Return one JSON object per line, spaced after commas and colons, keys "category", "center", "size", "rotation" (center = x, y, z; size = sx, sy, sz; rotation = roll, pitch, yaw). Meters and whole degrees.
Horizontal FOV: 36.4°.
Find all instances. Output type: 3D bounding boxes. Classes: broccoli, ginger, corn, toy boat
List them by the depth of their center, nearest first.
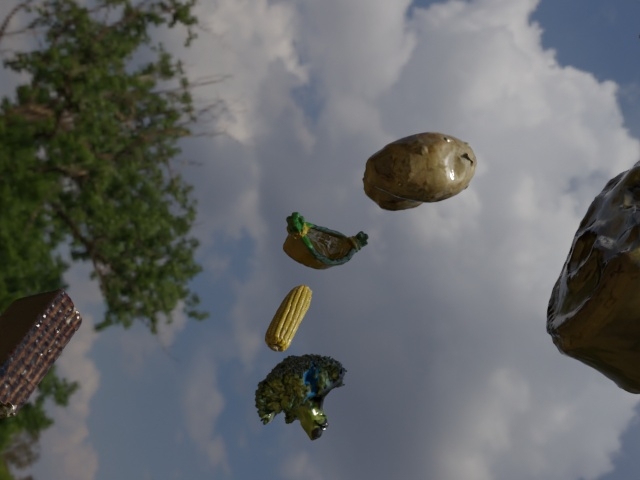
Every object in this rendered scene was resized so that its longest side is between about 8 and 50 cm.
{"category": "corn", "center": [-0.040, 0.098, 1.238], "size": [0.037, 0.092, 0.037], "rotation": [24, -27, 13]}
{"category": "toy boat", "center": [0.000, 0.000, 1.749], "size": [0.088, 0.229, 0.089], "rotation": [-42, -120, 24]}
{"category": "broccoli", "center": [-0.031, 0.290, 1.810], "size": [0.160, 0.167, 0.154], "rotation": [60, -34, 13]}
{"category": "ginger", "center": [0.206, -0.151, 2.192], "size": [0.304, 0.244, 0.155], "rotation": [168, -92, -77]}

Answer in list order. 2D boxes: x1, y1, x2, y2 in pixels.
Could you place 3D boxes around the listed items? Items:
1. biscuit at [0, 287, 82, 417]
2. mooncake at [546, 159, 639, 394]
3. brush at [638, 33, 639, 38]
{"category": "biscuit", "center": [-0.453, 0.170, 1.431], "size": [0.252, 0.106, 0.070], "rotation": [-67, 138, -56]}
{"category": "mooncake", "center": [0.545, 0.048, 1.602], "size": [0.246, 0.393, 0.394], "rotation": [33, -1, 0]}
{"category": "brush", "center": [0.542, -0.237, 1.463], "size": [0.020, 0.085, 0.336], "rotation": [-50, -163, 28]}
